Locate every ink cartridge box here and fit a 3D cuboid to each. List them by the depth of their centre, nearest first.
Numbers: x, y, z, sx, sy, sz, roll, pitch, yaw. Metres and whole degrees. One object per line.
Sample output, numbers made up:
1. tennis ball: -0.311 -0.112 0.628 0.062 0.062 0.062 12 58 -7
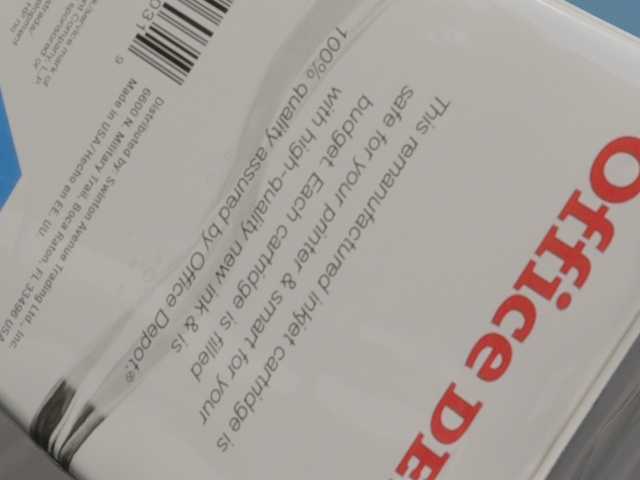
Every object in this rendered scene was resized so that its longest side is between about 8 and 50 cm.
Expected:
1. ink cartridge box: 0.000 0.000 0.394 0.203 0.148 0.086 36 6 34
